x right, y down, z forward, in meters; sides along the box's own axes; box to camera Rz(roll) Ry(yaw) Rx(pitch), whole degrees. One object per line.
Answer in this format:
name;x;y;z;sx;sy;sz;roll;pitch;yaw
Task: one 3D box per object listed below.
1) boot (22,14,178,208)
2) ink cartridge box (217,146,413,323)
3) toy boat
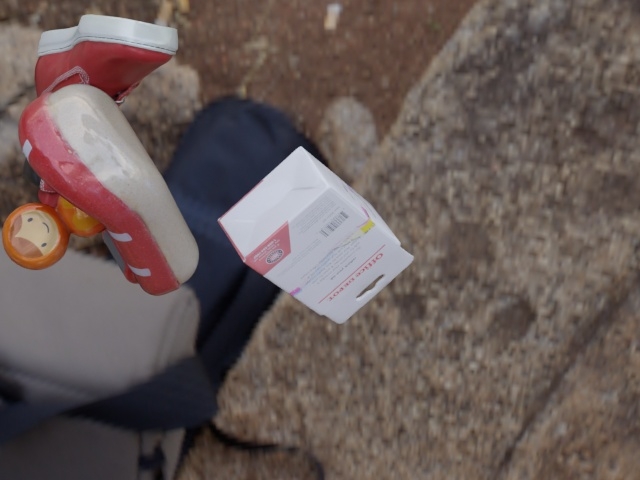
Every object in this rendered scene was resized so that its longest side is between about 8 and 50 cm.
boot;-0.212;-0.117;1.653;0.088;0.244;0.176;12;82;-28
ink cartridge box;0.000;0.000;1.781;0.115;0.198;0.067;-41;53;8
toy boat;-0.213;-0.028;1.549;0.151;0.231;0.151;-31;57;-6
